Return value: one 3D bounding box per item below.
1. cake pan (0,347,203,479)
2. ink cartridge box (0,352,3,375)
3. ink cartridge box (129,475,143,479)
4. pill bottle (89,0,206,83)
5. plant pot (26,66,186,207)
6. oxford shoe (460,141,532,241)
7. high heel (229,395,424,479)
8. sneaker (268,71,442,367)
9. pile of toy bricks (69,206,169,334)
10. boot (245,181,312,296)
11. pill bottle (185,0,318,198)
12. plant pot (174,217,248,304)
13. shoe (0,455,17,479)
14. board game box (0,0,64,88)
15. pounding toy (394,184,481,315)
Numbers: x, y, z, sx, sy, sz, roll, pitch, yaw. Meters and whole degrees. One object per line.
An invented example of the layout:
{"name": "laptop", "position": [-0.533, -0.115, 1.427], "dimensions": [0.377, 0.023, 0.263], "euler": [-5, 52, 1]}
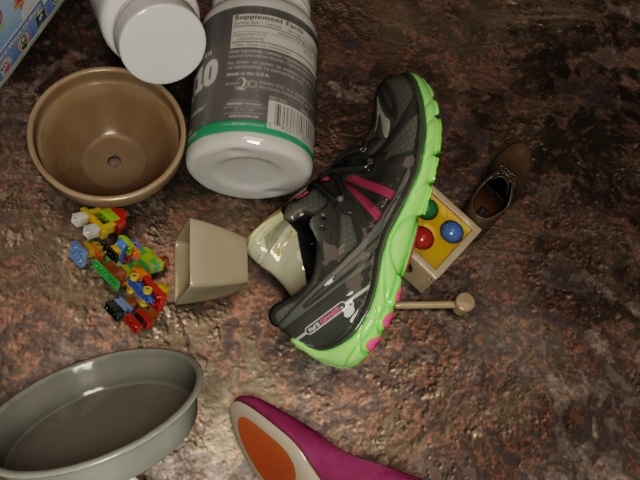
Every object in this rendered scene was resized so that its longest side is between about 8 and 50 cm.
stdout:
{"name": "cake pan", "position": [-0.292, 0.233, 0.912], "dimensions": [0.293, 0.293, 0.054], "euler": [-16, 109, -17]}
{"name": "ink cartridge box", "position": [-0.511, 0.225, 0.930], "dimensions": [0.127, 0.128, 0.176], "euler": [1, 68, -11]}
{"name": "ink cartridge box", "position": [-0.248, 0.403, 0.891], "dimensions": [0.218, 0.092, 0.158], "euler": [49, 66, -16]}
{"name": "pill bottle", "position": [-0.291, -0.388, 1.141], "dimensions": [0.160, 0.160, 0.283], "euler": [-16, 48, -16]}
{"name": "plant pot", "position": [-0.337, -0.150, 1.119], "dimensions": [0.237, 0.110, 0.238], "euler": [4, 69, -11]}
{"name": "oxford shoe", "position": [0.326, -0.099, 1.240], "dimensions": [0.082, 0.096, 0.227], "euler": [33, 65, 4]}
{"name": "high heel", "position": [0.040, 0.340, 1.032], "dimensions": [0.377, 0.127, 0.181], "euler": [43, 39, 11]}
{"name": "sneaker", "position": [0.053, -0.060, 1.041], "dimensions": [0.202, 0.185, 0.483], "euler": [19, 69, 0]}
{"name": "pile of toy bricks", "position": [-0.287, 0.039, 1.074], "dimensions": [0.212, 0.118, 0.105], "euler": [41, 38, 23]}
{"name": "boot", "position": [0.000, 0.000, 1.147], "dimensions": [0.213, 0.077, 0.165], "euler": [-40, 81, -17]}
{"name": "pill bottle", "position": [-0.107, -0.270, 1.160], "dimensions": [0.204, 0.204, 0.361], "euler": [6, 68, -9]}
{"name": "plant pot", "position": [-0.169, 0.036, 1.089], "dimensions": [0.096, 0.109, 0.109], "euler": [4, 68, -23]}
{"name": "shoe", "position": [-0.361, 0.383, 0.940], "dimensions": [0.219, 0.058, 0.076], "euler": [54, 43, -1]}
{"name": "board game box", "position": [-0.500, -0.441, 1.094], "dimensions": [0.086, 0.302, 0.308], "euler": [24, 66, -1]}
{"name": "pounding toy", "position": [0.187, 0.036, 1.160], "dimensions": [0.206, 0.094, 0.181], "euler": [43, 67, 7]}
